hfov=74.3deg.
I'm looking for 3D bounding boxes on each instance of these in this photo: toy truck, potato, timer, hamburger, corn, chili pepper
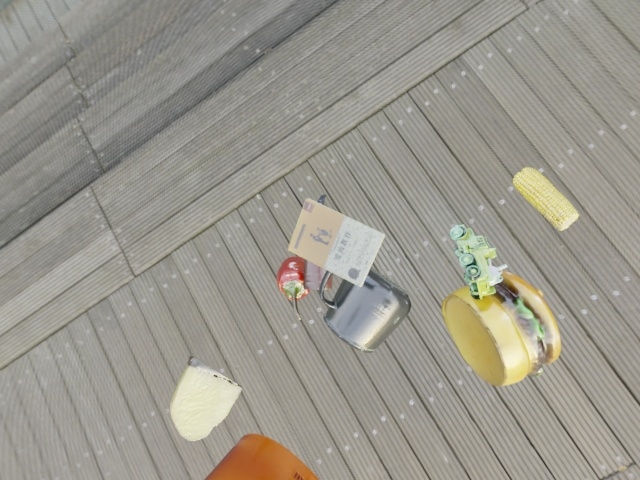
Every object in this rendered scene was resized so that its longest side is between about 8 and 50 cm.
[{"bbox_3d":[0.535,0.061,1.432,0.135,0.128,0.259,-21,43,11],"label":"toy truck"},{"bbox_3d":[-0.191,0.244,0.652,0.096,0.066,0.103,39,66,-15],"label":"potato"},{"bbox_3d":[-0.115,0.531,0.829,0.161,0.257,0.250,-44,82,14],"label":"timer"},{"bbox_3d":[0.658,0.307,1.509,0.278,0.395,0.395,-24,78,-9],"label":"hamburger"},{"bbox_3d":[0.761,-0.146,1.435,0.093,0.093,0.244,-37,68,6],"label":"corn"},{"bbox_3d":[-0.097,0.147,1.551,0.135,0.338,0.131,25,102,-6],"label":"chili pepper"}]

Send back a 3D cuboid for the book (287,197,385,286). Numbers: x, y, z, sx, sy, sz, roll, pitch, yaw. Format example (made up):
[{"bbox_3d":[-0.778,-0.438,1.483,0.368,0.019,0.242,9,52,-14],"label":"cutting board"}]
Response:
[{"bbox_3d":[0.027,0.004,0.835,0.172,0.012,0.118,26,107,15],"label":"book"}]

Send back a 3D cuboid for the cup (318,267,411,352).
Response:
[{"bbox_3d":[0.086,0.147,0.984,0.223,0.169,0.176,31,98,-21],"label":"cup"}]

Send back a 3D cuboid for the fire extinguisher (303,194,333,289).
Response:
[{"bbox_3d":[0.000,0.000,1.479,0.102,0.138,0.343,0,84,16],"label":"fire extinguisher"}]
